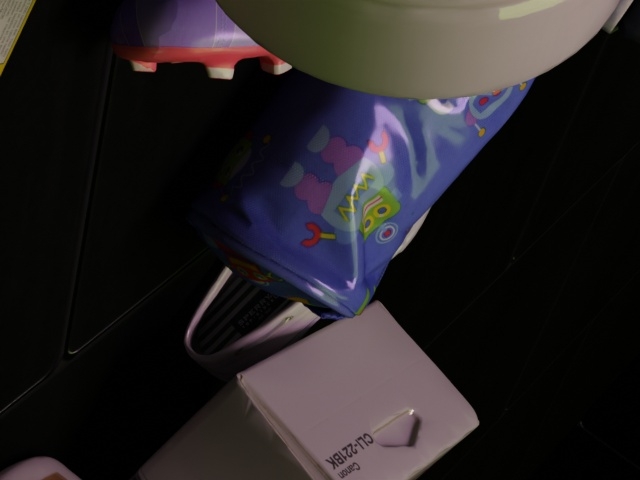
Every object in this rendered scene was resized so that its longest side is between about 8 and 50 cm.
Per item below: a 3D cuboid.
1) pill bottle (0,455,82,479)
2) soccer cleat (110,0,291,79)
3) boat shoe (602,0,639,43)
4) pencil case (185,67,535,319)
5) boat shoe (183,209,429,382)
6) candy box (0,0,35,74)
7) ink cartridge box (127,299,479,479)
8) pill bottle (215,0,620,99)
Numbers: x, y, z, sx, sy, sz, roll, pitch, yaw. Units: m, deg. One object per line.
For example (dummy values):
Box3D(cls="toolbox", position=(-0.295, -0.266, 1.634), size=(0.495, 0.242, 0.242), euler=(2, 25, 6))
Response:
Box3D(cls="pill bottle", position=(-0.116, 0.241, 1.032), size=(0.131, 0.229, 0.131), euler=(-48, 162, -21))
Box3D(cls="soccer cleat", position=(-0.016, -0.142, 0.862), size=(0.248, 0.083, 0.095), euler=(-26, 118, -49))
Box3D(cls="boat shoe", position=(0.274, -0.178, 1.139), size=(0.302, 0.091, 0.114), euler=(-37, 166, -47))
Box3D(cls="pencil case", position=(0.056, -0.092, 1.031), size=(0.306, 0.133, 0.119), euler=(-53, -156, -3))
Box3D(cls="boat shoe", position=(0.000, 0.000, 1.131), size=(0.226, 0.083, 0.076), euler=(-54, 164, 3))
Box3D(cls="candy box", position=(-0.145, -0.090, 0.667), size=(0.206, 0.027, 0.105), euler=(-61, 164, 21))
Box3D(cls="ink cartridge box", position=(-0.052, 0.179, 1.174), size=(0.273, 0.114, 0.197), euler=(-44, 170, 29))
Box3D(cls="pill bottle", position=(0.048, -0.234, 0.571), size=(0.224, 0.224, 0.392), euler=(-46, 161, -26))
